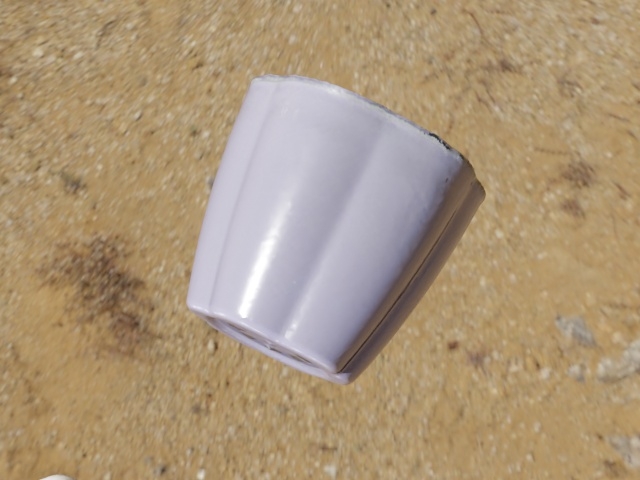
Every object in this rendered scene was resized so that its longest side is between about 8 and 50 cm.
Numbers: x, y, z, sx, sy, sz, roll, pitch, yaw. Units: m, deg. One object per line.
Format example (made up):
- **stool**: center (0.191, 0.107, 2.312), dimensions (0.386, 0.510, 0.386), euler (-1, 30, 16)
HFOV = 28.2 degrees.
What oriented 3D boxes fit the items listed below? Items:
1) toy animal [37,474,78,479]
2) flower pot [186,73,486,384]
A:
- **toy animal**: center (-0.214, 0.292, 0.943), dimensions (0.156, 0.204, 0.208), euler (-16, 98, -30)
- **flower pot**: center (0.000, 0.000, 1.262), dimensions (0.265, 0.265, 0.243), euler (27, 76, -7)
